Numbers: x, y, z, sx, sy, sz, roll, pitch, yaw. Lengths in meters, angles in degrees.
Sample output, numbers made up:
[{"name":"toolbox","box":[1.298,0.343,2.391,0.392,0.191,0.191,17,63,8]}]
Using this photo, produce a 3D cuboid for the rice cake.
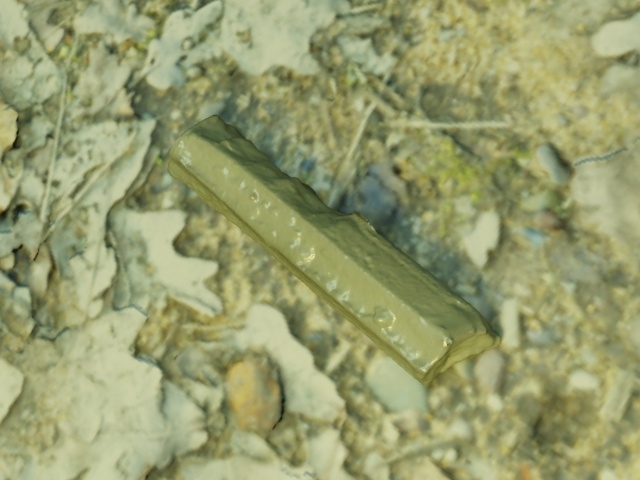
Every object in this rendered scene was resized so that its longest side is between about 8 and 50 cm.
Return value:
[{"name":"rice cake","box":[0.000,0.000,0.733,0.057,0.052,0.256,-36,57,-24]}]
